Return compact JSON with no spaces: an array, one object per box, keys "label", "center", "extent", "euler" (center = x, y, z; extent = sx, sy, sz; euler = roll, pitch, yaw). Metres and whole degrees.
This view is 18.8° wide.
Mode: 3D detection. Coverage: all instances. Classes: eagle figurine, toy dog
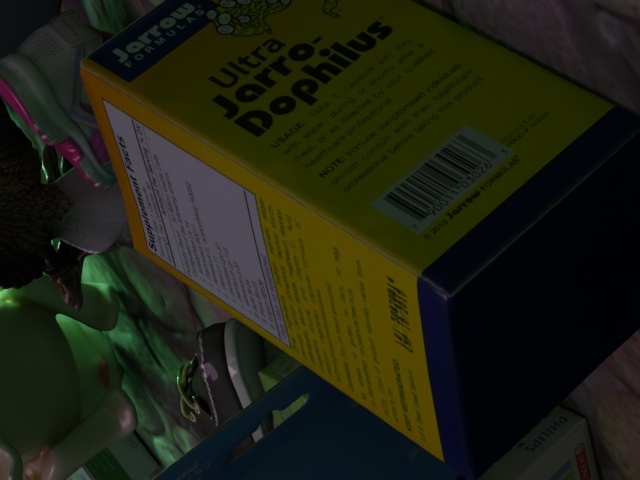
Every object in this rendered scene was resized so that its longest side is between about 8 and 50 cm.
[{"label":"eagle figurine","center":[-0.346,-0.015,1.862],"extent":[0.298,0.225,0.226],"euler":[13,-167,-45]},{"label":"toy dog","center":[-0.384,0.187,2.189],"extent":[0.408,0.395,0.284],"euler":[-1,-115,-66]}]

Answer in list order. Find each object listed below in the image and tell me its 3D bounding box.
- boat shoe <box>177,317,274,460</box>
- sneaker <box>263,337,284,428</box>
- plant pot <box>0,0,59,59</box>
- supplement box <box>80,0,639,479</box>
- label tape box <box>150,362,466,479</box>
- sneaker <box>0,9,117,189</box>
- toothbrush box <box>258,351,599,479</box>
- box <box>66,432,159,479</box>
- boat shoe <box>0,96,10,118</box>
[{"label":"boat shoe","center":[-0.088,0.155,1.853],"extent":[0.305,0.091,0.109],"euler":[73,-165,-66]},{"label":"sneaker","center":[-0.003,0.116,1.793],"extent":[0.058,0.085,0.152],"euler":[-10,82,44]},{"label":"plant pot","center":[-0.404,-0.250,1.733],"extent":[0.247,0.252,0.248],"euler":[46,156,10]},{"label":"supplement box","center":[0.032,-0.036,1.349],"extent":[0.356,0.195,0.194],"euler":[33,150,34]},{"label":"label tape box","center":[-0.008,0.240,1.468],"extent":[0.106,0.241,0.333],"euler":[40,151,26]},{"label":"sneaker","center":[-0.208,-0.129,1.754],"extent":[0.103,0.111,0.252],"euler":[45,178,15]},{"label":"toothbrush box","center":[0.101,0.203,1.655],"extent":[0.283,0.122,0.206],"euler":[27,145,43]},{"label":"box","center":[-0.278,0.280,2.465],"extent":[0.101,0.087,0.102],"euler":[53,155,-5]},{"label":"boat shoe","center":[-0.361,-0.174,1.977],"extent":[0.089,0.109,0.258],"euler":[24,171,7]}]
